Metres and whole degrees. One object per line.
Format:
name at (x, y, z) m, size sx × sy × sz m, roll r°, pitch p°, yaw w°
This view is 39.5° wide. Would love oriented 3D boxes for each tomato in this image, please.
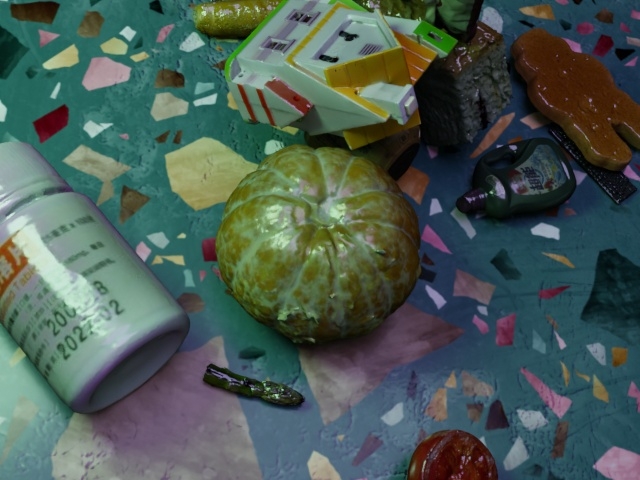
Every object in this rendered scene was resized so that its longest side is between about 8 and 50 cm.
tomato at (0.189, 0.360, 1.359) m, size 0.159 × 0.091 × 0.139 m, roll 24°, pitch 70°, yaw -28°

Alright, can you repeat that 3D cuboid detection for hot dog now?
hot dog at (-0.097, -0.426, 1.694) m, size 0.289 × 0.083 × 0.068 m, roll -6°, pitch 85°, yaw -12°

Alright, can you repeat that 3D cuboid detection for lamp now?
lamp at (0.073, -0.186, 1.563) m, size 0.185 × 0.161 × 0.161 m, roll 39°, pitch 65°, yaw 15°

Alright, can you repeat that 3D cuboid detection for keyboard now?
keyboard at (0.519, -0.154, 1.696) m, size 0.060 × 0.018 × 0.195 m, roll -33°, pitch 74°, yaw -24°

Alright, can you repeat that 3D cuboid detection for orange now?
orange at (0.000, 0.000, 1.408) m, size 0.329 × 0.249 × 0.329 m, roll 2°, pitch 70°, yaw -7°

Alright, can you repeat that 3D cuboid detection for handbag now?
handbag at (0.175, -0.421, 1.354) m, size 0.127 × 0.235 × 0.213 m, roll -41°, pitch 78°, yaw -16°

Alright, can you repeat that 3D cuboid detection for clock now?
clock at (0.044, -0.266, 1.414) m, size 0.309 × 0.166 × 0.235 m, roll 18°, pitch 57°, yaw 33°

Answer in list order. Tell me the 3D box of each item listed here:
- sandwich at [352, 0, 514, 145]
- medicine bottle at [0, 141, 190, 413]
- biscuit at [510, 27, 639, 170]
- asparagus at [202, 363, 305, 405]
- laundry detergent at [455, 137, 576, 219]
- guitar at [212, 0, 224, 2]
sandwich at (0.183, -0.310, 1.580) m, size 0.325 × 0.262 × 0.131 m, roll 39°, pitch 71°, yaw 10°
medicine bottle at (-0.393, 0.050, 1.338) m, size 0.219 × 0.219 × 0.388 m, roll -37°, pitch 76°, yaw -23°
biscuit at (0.502, -0.278, 1.729) m, size 0.202 × 0.047 × 0.334 m, roll -34°, pitch 77°, yaw -31°
asparagus at (-0.103, 0.231, 1.404) m, size 0.165 × 0.030 × 0.036 m, roll 14°, pitch 53°, yaw -2°
laundry detergent at (0.341, -0.106, 1.613) m, size 0.222 × 0.078 × 0.144 m, roll -16°, pitch 67°, yaw -14°
guitar at (-0.192, -0.545, 1.761) m, size 0.088 × 0.025 × 0.233 m, roll 9°, pitch 63°, yaw -6°
